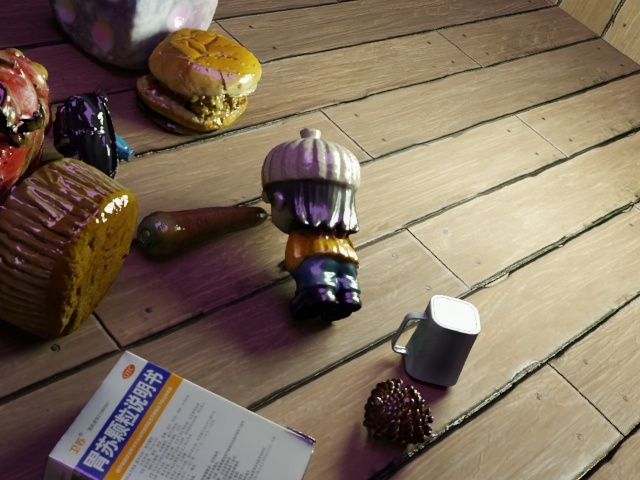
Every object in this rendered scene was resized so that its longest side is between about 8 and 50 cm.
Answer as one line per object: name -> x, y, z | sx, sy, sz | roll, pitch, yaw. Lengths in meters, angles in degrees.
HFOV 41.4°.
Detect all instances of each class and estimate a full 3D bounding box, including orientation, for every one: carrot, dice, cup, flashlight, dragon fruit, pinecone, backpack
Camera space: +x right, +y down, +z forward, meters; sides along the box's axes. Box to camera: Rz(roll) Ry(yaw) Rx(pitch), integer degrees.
carrot -> -0.191, -0.029, 1.515 | 0.298, 0.078, 0.078 | -12, 51, -43
dice -> -0.398, -0.547, 1.814 | 0.271, 0.270, 0.270 | 38, 41, 16
cup -> 0.191, 0.166, 1.434 | 0.128, 0.129, 0.095 | 15, 34, -5
flashlight -> -0.406, -0.191, 1.589 | 0.129, 0.051, 0.051 | 30, 40, 9
dragon fruit -> -0.561, -0.215, 1.390 | 0.250, 0.269, 0.291 | 30, 43, -8
pinecone -> 0.123, 0.272, 1.311 | 0.109, 0.102, 0.102 | 36, 40, -2
backpack -> -0.415, -0.171, 1.494 | 0.106, 0.120, 0.165 | -4, 75, -21

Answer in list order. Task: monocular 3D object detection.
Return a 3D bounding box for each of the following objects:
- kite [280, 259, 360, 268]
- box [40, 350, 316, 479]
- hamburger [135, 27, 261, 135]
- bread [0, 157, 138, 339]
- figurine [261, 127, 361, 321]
kite -> 0.000, 0.000, 1.610 | 0.189, 0.009, 0.232 | 32, 41, 9
box -> -0.182, 0.303, 1.115 | 0.300, 0.106, 0.200 | 25, 39, 3
hamburger -> -0.249, -0.334, 1.738 | 0.245, 0.163, 0.244 | 12, 42, -11
bread -> -0.374, 0.017, 1.223 | 0.143, 0.253, 0.227 | 25, 36, 6
figurine -> 0.002, -0.035, 1.477 | 0.185, 0.204, 0.332 | 10, 44, -38
